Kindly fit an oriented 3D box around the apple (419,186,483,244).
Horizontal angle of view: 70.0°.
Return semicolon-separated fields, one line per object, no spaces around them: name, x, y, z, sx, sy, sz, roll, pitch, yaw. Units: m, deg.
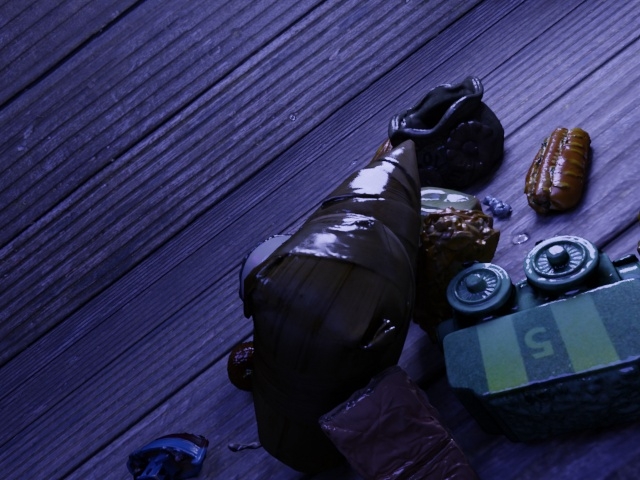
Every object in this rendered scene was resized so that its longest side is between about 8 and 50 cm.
apple;0.238;-0.018;0.955;0.188;0.174;0.207;19;54;38

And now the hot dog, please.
hot dog;0.501;-0.156;0.969;0.115;0.072;0.269;-22;27;46

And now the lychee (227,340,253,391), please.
lychee;-0.151;0.279;1.022;0.114;0.114;0.146;-36;7;3

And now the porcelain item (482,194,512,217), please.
porcelain item;0.394;-0.077;1.017;0.036;0.028;0.083;-33;25;2

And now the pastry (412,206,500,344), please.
pastry;0.203;0.062;0.786;0.154;0.250;0.102;-3;38;-22

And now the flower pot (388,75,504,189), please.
flower pot;0.334;-0.269;1.219;0.301;0.213;0.302;-30;24;15

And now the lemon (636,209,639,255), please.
lemon;0.550;-0.070;0.508;0.316;0.285;0.285;-44;25;-14

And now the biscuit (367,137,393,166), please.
biscuit;0.158;-0.200;1.349;0.262;0.052;0.277;-62;2;7

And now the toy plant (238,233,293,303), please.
toy plant;-0.022;0.126;0.993;0.247;0.247;0.332;-43;27;-13

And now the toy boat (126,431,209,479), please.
toy boat;-0.318;0.459;0.934;0.223;0.100;0.097;-25;17;29

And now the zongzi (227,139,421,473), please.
zongzi;0.058;0.131;0.789;0.218;0.500;0.467;24;42;18

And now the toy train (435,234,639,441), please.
toy train;0.303;0.128;0.619;0.299;0.167;0.238;-26;32;25

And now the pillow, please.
pillow;0.107;0.265;0.549;0.126;0.232;0.043;-34;13;3
